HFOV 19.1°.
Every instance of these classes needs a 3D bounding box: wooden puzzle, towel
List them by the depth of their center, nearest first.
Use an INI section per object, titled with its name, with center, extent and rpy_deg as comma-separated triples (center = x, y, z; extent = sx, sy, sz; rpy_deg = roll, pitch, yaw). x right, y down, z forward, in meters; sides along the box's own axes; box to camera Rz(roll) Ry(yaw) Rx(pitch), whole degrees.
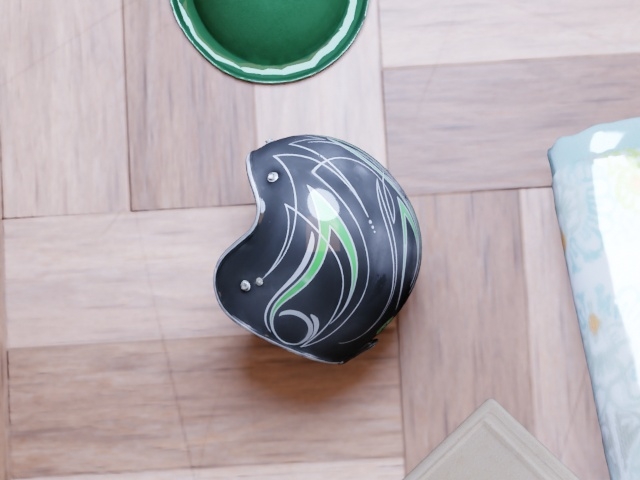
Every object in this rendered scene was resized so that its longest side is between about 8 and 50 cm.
[wooden puzzle]
center = 0.104, 0.246, 1.481
extent = 0.221, 0.239, 0.044
rpy_deg = -43, 115, -2
[towel]
center = 0.390, 0.038, 1.509
extent = 0.375, 0.090, 0.320
rpy_deg = -9, 67, 0

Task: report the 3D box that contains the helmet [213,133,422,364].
[helmet]
center = 0.000, 0.000, 1.539
extent = 0.169, 0.169, 0.161
rpy_deg = 30, 102, 6

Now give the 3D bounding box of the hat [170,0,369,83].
[hat]
center = -0.056, -0.245, 1.558
extent = 0.173, 0.183, 0.208
rpy_deg = -32, 83, 0
